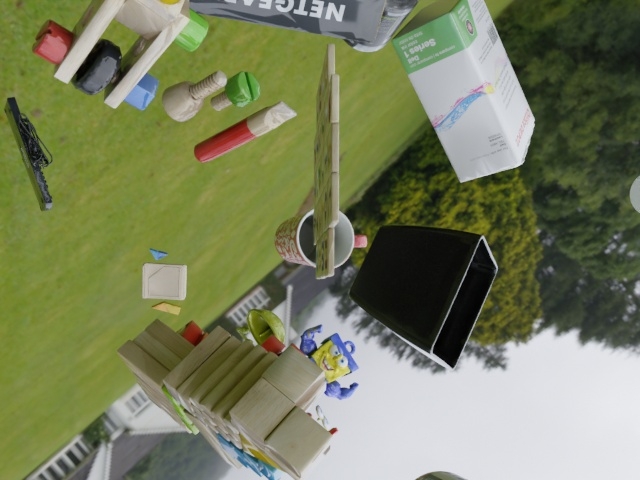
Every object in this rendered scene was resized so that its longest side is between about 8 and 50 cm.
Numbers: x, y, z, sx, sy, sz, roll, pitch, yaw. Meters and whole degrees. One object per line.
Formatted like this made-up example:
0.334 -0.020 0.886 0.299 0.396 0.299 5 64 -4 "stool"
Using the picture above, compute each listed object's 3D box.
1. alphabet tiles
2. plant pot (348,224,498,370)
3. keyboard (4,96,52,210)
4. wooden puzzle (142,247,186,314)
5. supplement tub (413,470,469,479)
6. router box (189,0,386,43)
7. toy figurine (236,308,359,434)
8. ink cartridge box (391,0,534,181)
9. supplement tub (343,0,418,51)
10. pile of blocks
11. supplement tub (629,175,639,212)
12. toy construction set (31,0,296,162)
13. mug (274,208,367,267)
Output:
0.004 -0.091 0.949 0.011 0.286 0.342 1 175 -4 "alphabet tiles"
0.157 0.073 1.091 0.188 0.166 0.187 -64 154 -7 "plant pot"
-0.482 -0.147 1.173 0.038 0.192 0.100 -22 -172 -28 "keyboard"
-0.263 0.069 1.167 0.014 0.078 0.117 -110 -149 -63 "wooden puzzle"
0.260 0.558 1.347 0.191 0.191 0.272 -40 172 -10 "supplement tub"
-0.075 -0.408 1.047 0.243 0.308 0.081 -103 -157 -48 "router box"
-0.018 0.296 1.741 0.217 0.363 0.191 -29 173 -29 "toy figurine"
0.256 -0.271 1.197 0.117 0.278 0.201 -18 -158 33 "ink cartridge box"
0.110 -0.440 1.268 0.117 0.117 0.190 -41 -179 -24 "supplement tub"
-0.080 0.160 0.740 0.112 0.149 0.362 -44 -152 -26 "pile of blocks"
0.565 -0.076 1.128 0.107 0.071 0.071 -3 163 -30 "supplement tub"
-0.116 -0.241 0.653 0.237 0.309 0.257 -17 -152 38 "toy construction set"
-0.006 0.007 1.328 0.113 0.150 0.169 -62 -162 -12 "mug"
